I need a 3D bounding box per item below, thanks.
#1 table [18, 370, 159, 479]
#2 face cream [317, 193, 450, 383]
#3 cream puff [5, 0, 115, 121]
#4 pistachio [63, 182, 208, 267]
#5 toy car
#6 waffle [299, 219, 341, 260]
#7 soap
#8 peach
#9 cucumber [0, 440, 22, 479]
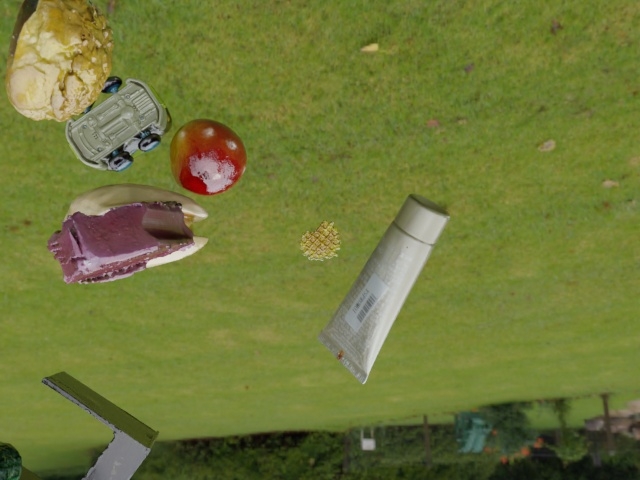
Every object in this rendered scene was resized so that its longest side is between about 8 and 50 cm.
[{"bbox_3d":[-0.562,0.481,1.405,0.282,0.250,0.196,35,170,-3],"label":"table"},{"bbox_3d":[0.111,0.081,1.107,0.084,0.341,0.137,7,-153,-50],"label":"face cream"},{"bbox_3d":[-0.363,-0.257,0.876,0.130,0.188,0.189,15,157,-23],"label":"cream puff"},{"bbox_3d":[-0.416,-0.030,1.417,0.318,0.193,0.214,4,175,-24],"label":"pistachio"},{"bbox_3d":[-0.495,-0.281,1.579,0.248,0.204,0.198,-35,176,0],"label":"toy car"},{"bbox_3d":[-0.001,0.002,1.240,0.085,0.078,0.016,-19,166,-1],"label":"waffle"},{"bbox_3d":[-0.373,0.000,1.143,0.182,0.112,0.289,-26,176,11],"label":"soap"},{"bbox_3d":[-0.260,-0.187,1.435,0.198,0.197,0.197,1,160,1],"label":"peach"},{"bbox_3d":[-0.655,0.425,1.157,0.115,0.063,0.244,43,175,9],"label":"cucumber"}]
